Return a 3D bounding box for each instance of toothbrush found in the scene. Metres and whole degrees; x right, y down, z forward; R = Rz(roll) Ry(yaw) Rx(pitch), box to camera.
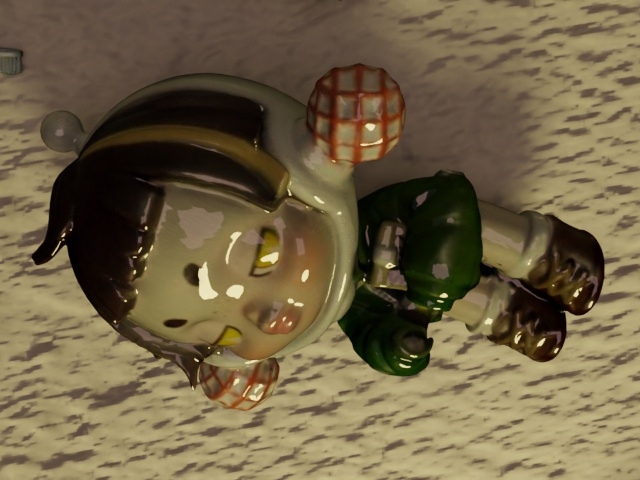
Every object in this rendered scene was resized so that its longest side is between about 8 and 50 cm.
[{"bbox_3d":[-0.299,-0.124,0.614,0.193,0.013,0.019,1,109,-6],"label":"toothbrush"}]

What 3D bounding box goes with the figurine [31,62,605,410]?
[{"bbox_3d":[0.000,0.000,0.593,0.370,0.167,0.281,12,129,-16],"label":"figurine"}]
